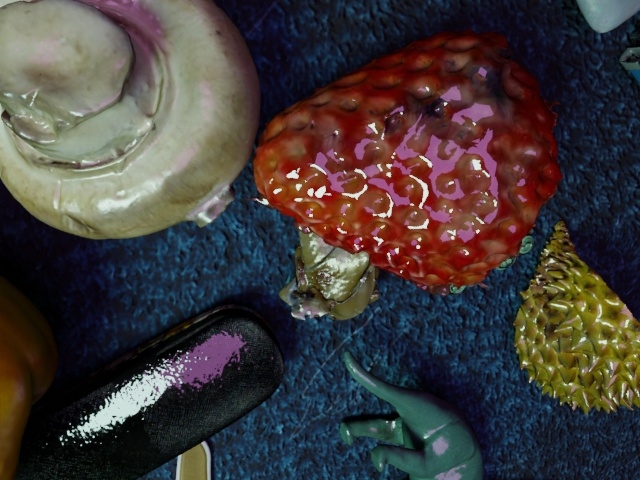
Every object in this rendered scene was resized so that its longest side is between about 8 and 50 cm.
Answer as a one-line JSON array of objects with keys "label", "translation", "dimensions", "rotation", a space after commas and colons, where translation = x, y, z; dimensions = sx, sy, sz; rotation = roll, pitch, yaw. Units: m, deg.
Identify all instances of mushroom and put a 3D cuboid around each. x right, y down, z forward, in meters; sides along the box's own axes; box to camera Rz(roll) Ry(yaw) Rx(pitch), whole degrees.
[{"label": "mushroom", "translation": [-0.169, -0.117, 0.403], "dimensions": [0.254, 0.184, 0.255], "rotation": [1, 85, -6]}]

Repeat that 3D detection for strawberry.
[{"label": "strawberry", "translation": [0.098, -0.102, 0.446], "dimensions": [0.280, 0.150, 0.254], "rotation": [24, 78, -7]}]

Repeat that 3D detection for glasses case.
[{"label": "glasses case", "translation": [-0.193, 0.187, 0.535], "dimensions": [0.320, 0.082, 0.122], "rotation": [-29, 110, -3]}]

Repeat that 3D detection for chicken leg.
[{"label": "chicken leg", "translation": [0.008, -0.001, 0.527], "dimensions": [0.125, 0.080, 0.196], "rotation": [-8, 104, -4]}]

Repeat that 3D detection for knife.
[{"label": "knife", "translation": [-0.166, 0.356, 0.621], "dimensions": [0.046, 0.022, 0.256], "rotation": [0, 105, -7]}]

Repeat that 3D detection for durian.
[{"label": "durian", "translation": [0.350, 0.144, 0.622], "dimensions": [0.260, 0.154, 0.186], "rotation": [35, 121, -10]}]

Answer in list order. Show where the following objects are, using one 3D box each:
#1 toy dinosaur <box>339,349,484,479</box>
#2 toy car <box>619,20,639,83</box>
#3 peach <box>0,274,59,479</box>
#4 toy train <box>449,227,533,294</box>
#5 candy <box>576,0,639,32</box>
[{"label": "toy dinosaur", "translation": [0.204, 0.278, 0.646], "dimensions": [0.330, 0.129, 0.384], "rotation": [-13, 107, -19]}, {"label": "toy car", "translation": [0.445, -0.244, 0.532], "dimensions": [0.100, 0.097, 0.191], "rotation": [36, 97, -22]}, {"label": "peach", "translation": [-0.402, 0.133, 0.381], "dimensions": [0.307, 0.289, 0.289], "rotation": [22, 100, -23]}, {"label": "toy train", "translation": [0.198, 0.012, 0.586], "dimensions": [0.147, 0.038, 0.071], "rotation": [-30, 110, -3]}, {"label": "candy", "translation": [0.339, -0.326, 0.500], "dimensions": [0.174, 0.071, 0.138], "rotation": [-36, 108, -1]}]
